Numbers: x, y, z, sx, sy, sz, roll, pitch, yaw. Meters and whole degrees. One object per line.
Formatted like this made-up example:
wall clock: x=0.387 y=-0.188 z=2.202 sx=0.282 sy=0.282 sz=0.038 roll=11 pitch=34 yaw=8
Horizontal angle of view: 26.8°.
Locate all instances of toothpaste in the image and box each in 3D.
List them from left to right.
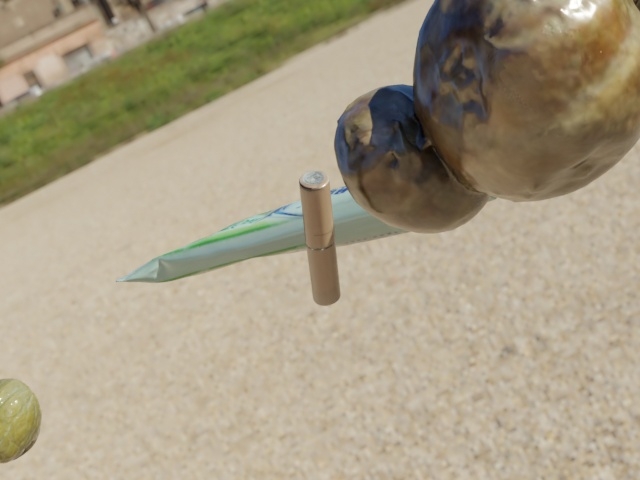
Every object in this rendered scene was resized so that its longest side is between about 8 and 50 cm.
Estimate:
toothpaste: x=-0.013 y=-0.009 z=0.988 sx=0.296 sy=0.048 sz=0.075 roll=-15 pitch=8 yaw=25

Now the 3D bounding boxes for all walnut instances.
walnut: x=-0.323 y=0.184 z=1.364 sx=0.092 sy=0.092 sz=0.092 roll=-26 pitch=10 yaw=5

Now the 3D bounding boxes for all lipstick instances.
lipstick: x=0.000 y=0.000 z=0.797 sx=0.019 sy=0.094 sz=0.019 roll=-3 pitch=42 yaw=3

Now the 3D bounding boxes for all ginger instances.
ginger: x=0.150 y=-0.116 z=0.802 sx=0.304 sy=0.155 sz=0.244 roll=-27 pitch=-12 yaw=-17
